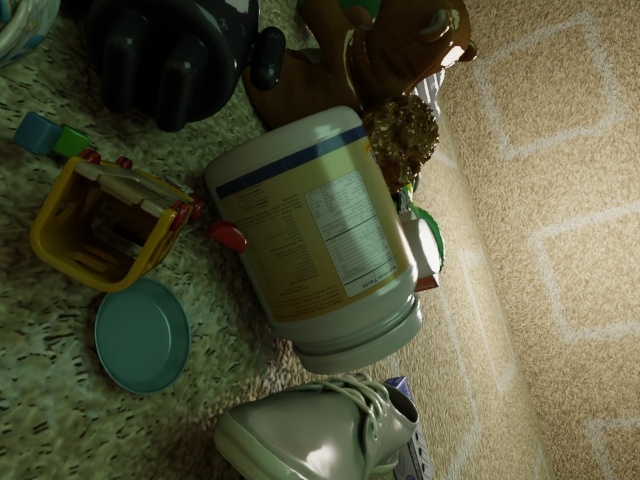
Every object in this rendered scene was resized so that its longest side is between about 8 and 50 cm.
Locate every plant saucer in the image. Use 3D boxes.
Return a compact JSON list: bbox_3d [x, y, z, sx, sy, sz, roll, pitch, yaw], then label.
[{"bbox_3d":[-0.184,0.098,0.487,0.119,0.021,0.119,40,41,-46],"label":"plant saucer"}]

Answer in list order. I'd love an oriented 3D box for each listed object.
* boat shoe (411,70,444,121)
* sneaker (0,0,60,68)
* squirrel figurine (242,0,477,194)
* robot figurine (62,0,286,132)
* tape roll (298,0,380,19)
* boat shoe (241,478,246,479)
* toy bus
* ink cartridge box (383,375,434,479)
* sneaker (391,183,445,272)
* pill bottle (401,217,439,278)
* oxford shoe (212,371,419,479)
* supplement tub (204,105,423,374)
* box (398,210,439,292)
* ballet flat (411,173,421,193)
[{"bbox_3d":[0.203,-0.360,1.085,0.119,0.121,0.335,62,5,16],"label":"boat shoe"},{"bbox_3d":[-0.281,-0.201,0.407,0.087,0.092,0.229,47,35,-38],"label":"sneaker"},{"bbox_3d":[0.098,-0.259,0.844,0.281,0.370,0.397,6,69,-61],"label":"squirrel figurine"},{"bbox_3d":[-0.166,-0.258,0.566,0.209,0.173,0.278,52,34,-40],"label":"robot figurine"},{"bbox_3d":[0.101,-0.626,1.123,0.077,0.321,0.321,49,35,-40],"label":"tape roll"},{"bbox_3d":[0.012,0.361,0.618,0.305,0.091,0.109,39,42,-47],"label":"boat shoe"},{"bbox_3d":[-0.187,-0.016,0.458,0.202,0.191,0.104,28,93,-53],"label":"toy bus"},{"bbox_3d":[0.167,0.389,0.945,0.097,0.046,0.207,-11,84,-64],"label":"ink cartridge box"},{"bbox_3d":[0.194,-0.043,1.193,0.344,0.134,0.146,58,36,-7],"label":"sneaker"},{"bbox_3d":[0.095,0.036,0.841,0.119,0.208,0.119,40,41,-46],"label":"pill bottle"},{"bbox_3d":[0.023,0.228,0.598,0.130,0.169,0.449,-56,151,-2],"label":"oxford shoe"},{"bbox_3d":[0.000,0.000,0.664,0.316,0.228,0.228,67,27,-10],"label":"supplement tub"},{"bbox_3d":[0.186,0.036,1.097,0.170,0.130,0.091,55,31,-30],"label":"box"},{"bbox_3d":[0.184,-0.282,1.236,0.400,0.139,0.139,52,33,-42],"label":"ballet flat"}]
